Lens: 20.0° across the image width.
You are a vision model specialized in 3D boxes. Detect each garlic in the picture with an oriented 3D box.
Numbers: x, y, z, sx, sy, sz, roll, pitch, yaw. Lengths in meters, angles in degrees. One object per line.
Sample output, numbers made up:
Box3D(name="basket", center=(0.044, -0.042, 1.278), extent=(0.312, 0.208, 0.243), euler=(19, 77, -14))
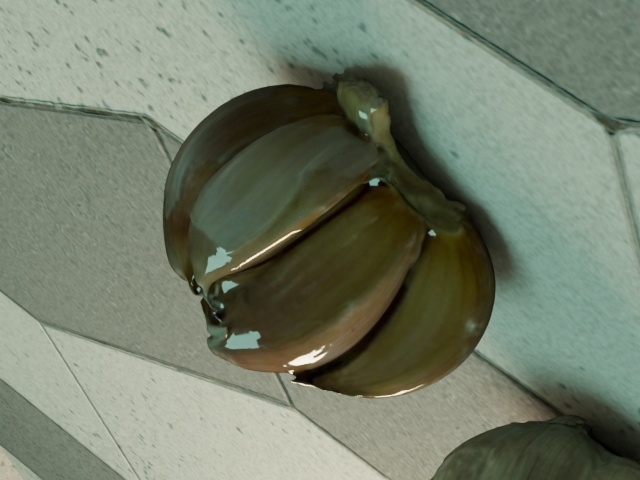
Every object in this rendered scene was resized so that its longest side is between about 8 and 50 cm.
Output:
Box3D(name="garlic", center=(0.000, 0.000, 1.196), extent=(0.214, 0.191, 0.160), euler=(45, -173, -36))
Box3D(name="garlic", center=(0.172, 0.220, 1.294), extent=(0.227, 0.152, 0.228), euler=(24, 139, 22))
